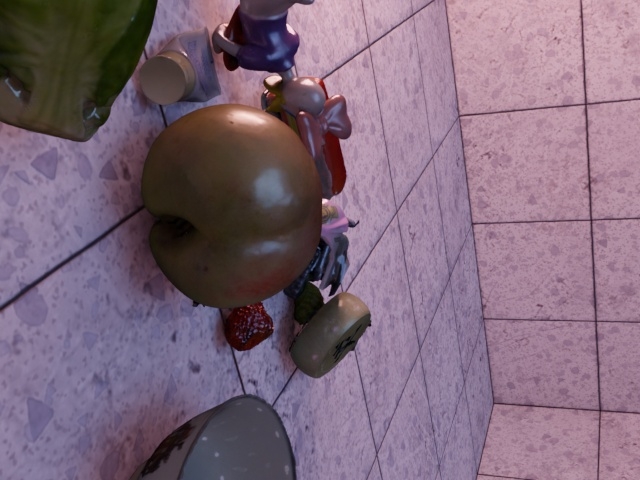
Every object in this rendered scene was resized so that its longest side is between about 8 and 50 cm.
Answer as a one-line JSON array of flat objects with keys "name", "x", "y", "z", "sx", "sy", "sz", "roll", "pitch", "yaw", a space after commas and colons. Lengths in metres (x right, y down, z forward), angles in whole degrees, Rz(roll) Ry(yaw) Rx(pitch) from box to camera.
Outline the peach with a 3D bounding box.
[{"name": "peach", "x": -0.117, "y": -0.052, "z": 1.010, "sx": 0.292, "sy": 0.248, "sz": 0.292, "roll": 6, "pitch": 81, "yaw": -43}]

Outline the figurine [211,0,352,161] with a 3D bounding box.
[{"name": "figurine", "x": -0.071, "y": -0.344, "z": 1.176, "sx": 0.154, "sy": 0.193, "sz": 0.420, "roll": -42, "pitch": 125, "yaw": -43}]

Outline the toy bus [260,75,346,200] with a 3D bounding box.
[{"name": "toy bus", "x": -0.026, "y": -0.190, "z": 1.387, "sx": 0.121, "sy": 0.120, "sz": 0.265, "roll": -61, "pitch": 143, "yaw": -51}]

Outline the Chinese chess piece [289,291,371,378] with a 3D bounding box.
[{"name": "Chinese chess piece", "x": 0.023, "y": 0.193, "z": 1.426, "sx": 0.188, "sy": 0.083, "sz": 0.188, "roll": -45, "pitch": 162, "yaw": -19}]

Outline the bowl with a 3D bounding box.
[{"name": "bowl", "x": -0.173, "y": 0.380, "z": 0.972, "sx": 0.337, "sy": 0.158, "sz": 0.336, "roll": -3, "pitch": 90, "yaw": -67}]

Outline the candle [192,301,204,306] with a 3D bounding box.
[{"name": "candle", "x": -0.165, "y": 0.074, "z": 1.179, "sx": 0.167, "sy": 0.021, "sz": 0.026, "roll": -48, "pitch": 131, "yaw": -58}]

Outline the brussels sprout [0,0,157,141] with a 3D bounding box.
[{"name": "brussels sprout", "x": -0.278, "y": -0.235, "z": 0.712, "sx": 0.210, "sy": 0.220, "sz": 0.271, "roll": -9, "pitch": 117, "yaw": -50}]

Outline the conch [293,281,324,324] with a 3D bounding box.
[{"name": "conch", "x": -0.032, "y": 0.124, "z": 1.448, "sx": 0.121, "sy": 0.074, "sz": 0.089, "roll": 62, "pitch": -3, "yaw": -16}]

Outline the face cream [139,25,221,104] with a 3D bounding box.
[{"name": "face cream", "x": -0.203, "y": -0.262, "z": 1.083, "sx": 0.224, "sy": 0.070, "sz": 0.114, "roll": -67, "pitch": 149, "yaw": -66}]

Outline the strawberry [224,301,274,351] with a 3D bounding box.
[{"name": "strawberry", "x": -0.125, "y": 0.146, "z": 1.195, "sx": 0.096, "sy": 0.083, "sz": 0.083, "roll": -51, "pitch": 134, "yaw": -56}]

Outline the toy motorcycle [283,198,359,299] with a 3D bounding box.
[{"name": "toy motorcycle", "x": 0.000, "y": 0.000, "z": 1.370, "sx": 0.327, "sy": 0.143, "sz": 0.187, "roll": -44, "pitch": 154, "yaw": -76}]
